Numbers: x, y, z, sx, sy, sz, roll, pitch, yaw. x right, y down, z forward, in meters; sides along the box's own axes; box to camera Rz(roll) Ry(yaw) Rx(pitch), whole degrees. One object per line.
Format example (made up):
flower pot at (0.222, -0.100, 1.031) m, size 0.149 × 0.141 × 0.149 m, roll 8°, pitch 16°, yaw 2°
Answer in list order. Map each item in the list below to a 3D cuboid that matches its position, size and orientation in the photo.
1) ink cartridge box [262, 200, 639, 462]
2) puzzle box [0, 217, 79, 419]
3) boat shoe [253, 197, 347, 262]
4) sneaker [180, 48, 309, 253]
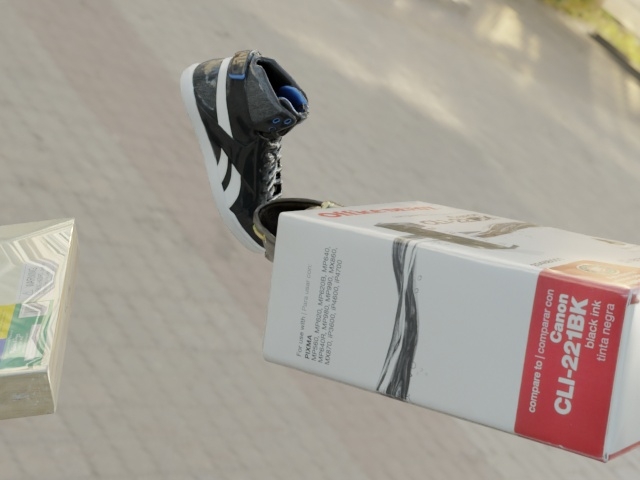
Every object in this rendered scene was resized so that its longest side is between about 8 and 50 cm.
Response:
ink cartridge box at (0.124, 0.051, 0.988) m, size 0.273 × 0.114 × 0.197 m, roll 12°, pitch 11°, yaw 34°
puzzle box at (-0.410, 0.085, 1.514) m, size 0.272 × 0.052 × 0.409 m, roll -6°, pitch 23°, yaw -3°
boat shoe at (0.000, 0.000, 1.316) m, size 0.069 × 0.081 × 0.228 m, roll 54°, pitch -19°, yaw -19°
sneaker at (-0.056, -0.090, 1.444) m, size 0.079 × 0.121 × 0.217 m, roll -48°, pitch 121°, yaw -54°
